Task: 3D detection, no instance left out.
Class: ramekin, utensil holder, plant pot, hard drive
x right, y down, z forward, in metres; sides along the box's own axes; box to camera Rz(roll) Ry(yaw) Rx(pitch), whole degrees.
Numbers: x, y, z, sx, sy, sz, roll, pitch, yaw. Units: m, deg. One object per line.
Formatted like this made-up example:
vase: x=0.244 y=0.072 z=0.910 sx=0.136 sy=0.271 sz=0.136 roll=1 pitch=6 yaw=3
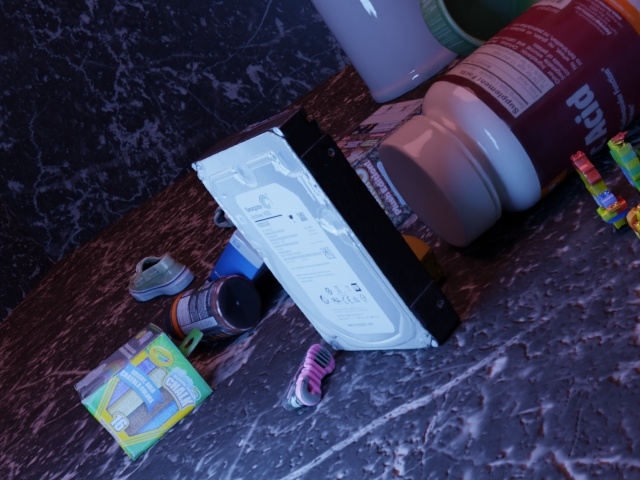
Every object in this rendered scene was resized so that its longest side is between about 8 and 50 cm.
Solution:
ramekin: x=0.379 y=-0.573 z=2.137 sx=0.303 sy=0.303 sz=0.148 roll=-40 pitch=8 yaw=-14
utensil holder: x=0.183 y=-0.633 z=2.551 sx=0.328 sy=0.385 sz=0.327 roll=-33 pitch=15 yaw=10
plant pot: x=0.121 y=0.043 z=1.285 sx=0.083 sy=0.081 sz=0.081 roll=-3 pitch=35 yaw=46
hard drive: x=0.000 y=0.000 z=1.176 sx=0.064 sy=0.339 sz=0.237 roll=-45 pitch=18 yaw=-29

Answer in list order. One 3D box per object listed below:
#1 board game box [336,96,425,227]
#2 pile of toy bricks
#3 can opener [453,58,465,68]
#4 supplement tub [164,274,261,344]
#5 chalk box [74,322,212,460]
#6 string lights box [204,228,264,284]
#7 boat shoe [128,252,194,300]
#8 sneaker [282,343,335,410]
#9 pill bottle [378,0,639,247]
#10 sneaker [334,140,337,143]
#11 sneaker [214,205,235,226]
board game box: x=0.095 y=-0.119 z=1.688 sx=0.291 sy=0.141 sz=0.232 roll=-40 pitch=16 yaw=-13
pile of toy bricks: x=0.363 y=-0.080 z=1.061 sx=0.118 sy=0.105 sz=0.212 roll=-34 pitch=16 yaw=9
can opener: x=0.333 y=-0.314 z=1.863 sx=0.074 sy=0.093 sz=0.280 roll=-37 pitch=20 yaw=-7
supplement tub: x=-0.203 y=0.132 z=1.670 sx=0.198 sy=0.106 sz=0.106 roll=-21 pitch=22 yaw=46
chalk box: x=-0.272 y=0.227 z=1.498 sx=0.213 sy=0.132 sz=0.132 roll=-39 pitch=15 yaw=-14
string lights box: x=-0.125 y=0.024 z=1.707 sx=0.133 sy=0.077 sz=0.259 roll=-46 pitch=-4 yaw=-30
boat shoe: x=-0.410 y=0.081 z=2.287 sx=0.109 sy=0.094 sz=0.302 roll=-46 pitch=18 yaw=-30
sneaker: x=-0.020 y=0.186 z=1.241 sx=0.057 sy=0.047 sz=0.119 roll=-40 pitch=10 yaw=33
pill bottle: x=0.290 y=-0.182 z=1.301 sx=0.392 sy=0.224 sz=0.224 roll=-39 pitch=16 yaw=-9
sneaker: x=0.008 y=-0.118 z=1.919 sx=0.106 sy=0.101 sz=0.267 roll=-40 pitch=22 yaw=29
sneaker: x=-0.245 y=-0.089 z=2.450 sx=0.115 sy=0.090 sz=0.232 roll=-42 pitch=15 yaw=-8
